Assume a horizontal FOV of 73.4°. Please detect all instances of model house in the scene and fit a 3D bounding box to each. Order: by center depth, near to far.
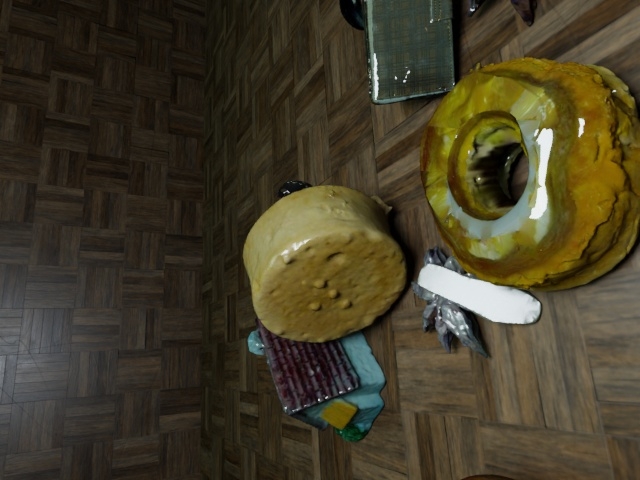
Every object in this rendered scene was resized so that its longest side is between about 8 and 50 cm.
[{"bbox_3d":[-0.033,0.306,0.980,0.230,0.248,0.281,-66,34,31],"label":"model house"}]

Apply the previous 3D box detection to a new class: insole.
[{"bbox_3d":[0.244,0.084,0.677,0.191,0.010,0.063,20,91,34],"label":"insole"}]

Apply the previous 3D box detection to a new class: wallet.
[{"bbox_3d":[0.160,-0.423,0.794,0.044,0.168,0.317,-38,-57,-73],"label":"wallet"}]

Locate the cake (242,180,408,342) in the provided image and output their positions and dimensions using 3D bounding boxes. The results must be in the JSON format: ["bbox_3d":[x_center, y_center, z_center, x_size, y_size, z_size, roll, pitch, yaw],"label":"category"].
[{"bbox_3d":[-0.008,0.004,0.922,0.321,0.332,0.333,-110,37,-48],"label":"cake"}]

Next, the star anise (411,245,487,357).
[{"bbox_3d":[0.220,0.103,0.749,0.180,0.061,0.205,-30,61,56],"label":"star anise"}]

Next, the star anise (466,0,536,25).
[{"bbox_3d":[0.285,-0.465,0.640,0.271,0.102,0.272,21,117,48],"label":"star anise"}]

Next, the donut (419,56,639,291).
[{"bbox_3d":[0.268,-0.095,0.594,0.330,0.159,0.330,-11,76,52],"label":"donut"}]

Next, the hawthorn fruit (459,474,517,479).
[{"bbox_3d":[0.216,0.427,0.510,0.301,0.267,0.268,165,107,-69],"label":"hawthorn fruit"}]

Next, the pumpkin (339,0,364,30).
[{"bbox_3d":[0.130,-0.522,0.896,0.194,0.194,0.150,-14,102,60],"label":"pumpkin"}]
